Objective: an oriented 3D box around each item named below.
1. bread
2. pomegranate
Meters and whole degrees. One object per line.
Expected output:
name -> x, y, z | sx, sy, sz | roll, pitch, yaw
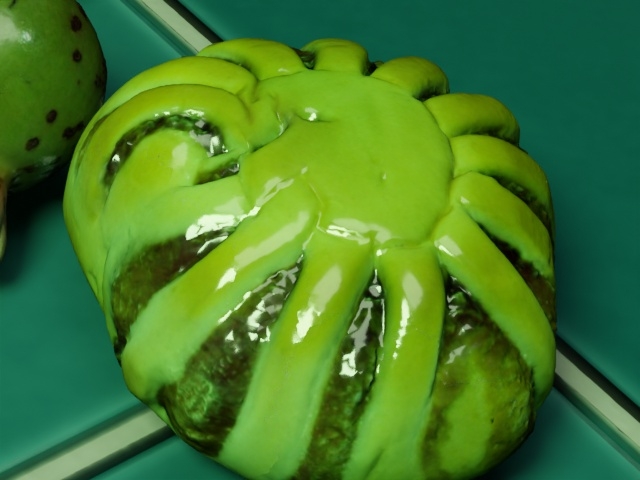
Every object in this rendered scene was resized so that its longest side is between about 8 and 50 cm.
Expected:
bread -> 0.000, 0.000, 0.483 | 0.130, 0.071, 0.139 | 5, 43, -8
pomegranate -> -0.089, -0.036, 0.510 | 0.073, 0.073, 0.084 | -20, 59, -26
